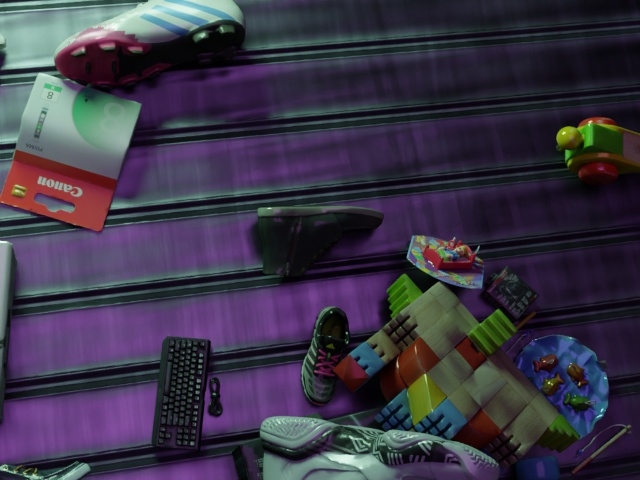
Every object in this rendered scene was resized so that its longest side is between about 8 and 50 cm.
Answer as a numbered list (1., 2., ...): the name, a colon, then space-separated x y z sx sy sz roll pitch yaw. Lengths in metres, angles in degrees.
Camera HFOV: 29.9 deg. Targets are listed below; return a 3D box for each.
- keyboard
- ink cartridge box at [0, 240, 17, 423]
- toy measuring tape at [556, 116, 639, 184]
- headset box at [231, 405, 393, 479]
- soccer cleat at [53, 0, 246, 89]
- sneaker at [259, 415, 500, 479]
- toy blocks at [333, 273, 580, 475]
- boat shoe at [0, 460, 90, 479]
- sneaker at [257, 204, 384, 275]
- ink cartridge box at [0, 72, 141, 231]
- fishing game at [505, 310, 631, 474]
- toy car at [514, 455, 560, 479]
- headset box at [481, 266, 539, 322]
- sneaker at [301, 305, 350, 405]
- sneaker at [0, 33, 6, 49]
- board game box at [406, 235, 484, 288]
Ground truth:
1. keyboard: -0.208 0.246 1.932 0.108 0.023 0.180 7 74 -9
2. ink cartridge box: -0.581 0.140 1.843 0.198 0.115 0.273 4 74 -9
3. toy measuring tape: 0.543 -0.145 2.159 0.330 0.121 0.121 13 71 -30
4. headset box: 0.011 0.409 1.869 0.246 0.131 0.283 -13 77 -13
5. soccer cleat: -0.294 -0.353 2.053 0.331 0.116 0.143 -12 55 -12
6. sneaker: 0.070 0.371 1.703 0.366 0.137 0.210 4 79 26
7. toy blocks: 0.194 0.240 1.857 0.381 0.191 0.261 49 38 7
8. boat shoe: -0.448 0.366 1.830 0.183 0.065 0.083 -27 82 -15
9. sneaker: 0.000 0.000 2.022 0.222 0.083 0.118 -2 93 -18
10. ink cartridge box: -0.415 -0.148 1.990 0.181 0.056 0.224 17 70 -5
11. fishing game: 0.408 0.251 2.036 0.189 0.041 0.264 -34 83 -15
12. toy car: 0.328 0.443 1.861 0.210 0.238 0.219 -3 75 -11
13. headset box: 0.323 0.091 2.068 0.083 0.032 0.062 42 71 4
14. sneaker: 0.011 0.183 1.962 0.063 0.075 0.170 14 73 -6
15. sneaker: -0.573 -0.290 2.000 0.061 0.054 0.152 22 71 -7
16. board game box: 0.216 0.021 2.008 0.133 0.168 0.033 22 113 2
